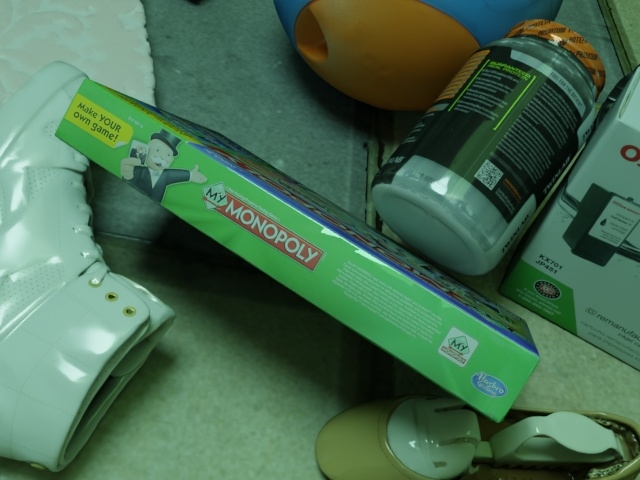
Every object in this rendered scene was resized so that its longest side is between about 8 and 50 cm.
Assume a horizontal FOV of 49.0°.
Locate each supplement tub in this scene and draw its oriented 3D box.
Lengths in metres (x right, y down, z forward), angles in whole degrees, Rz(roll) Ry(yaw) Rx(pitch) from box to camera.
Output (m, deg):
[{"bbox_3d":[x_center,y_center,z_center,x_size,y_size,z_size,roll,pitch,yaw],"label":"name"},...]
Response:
[{"bbox_3d":[0.137,-0.077,0.558,0.117,0.117,0.190,35,76,15],"label":"supplement tub"}]

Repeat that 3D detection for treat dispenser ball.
[{"bbox_3d":[0.092,-0.271,0.680,0.288,0.288,0.288,7,49,-9],"label":"treat dispenser ball"}]

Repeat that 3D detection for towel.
[{"bbox_3d":[-0.326,-0.206,0.672,0.316,0.053,0.332,-2,52,-18],"label":"towel"}]

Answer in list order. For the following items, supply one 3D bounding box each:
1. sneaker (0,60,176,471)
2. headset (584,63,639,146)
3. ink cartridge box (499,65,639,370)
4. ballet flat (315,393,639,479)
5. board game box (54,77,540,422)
[{"bbox_3d":[-0.174,0.012,0.496,0.169,0.108,0.293,18,61,-2],"label":"sneaker"},{"bbox_3d":[0.450,-0.114,0.773,0.243,0.185,0.394,37,66,21],"label":"headset"},{"bbox_3d":[0.258,-0.008,0.554,0.153,0.208,0.087,30,50,11],"label":"ink cartridge box"},{"bbox_3d":[0.114,0.136,0.485,0.232,0.073,0.080,5,51,-10],"label":"ballet flat"},{"bbox_3d":[0.000,0.000,0.502,0.317,0.046,0.213,32,6,12],"label":"board game box"}]
